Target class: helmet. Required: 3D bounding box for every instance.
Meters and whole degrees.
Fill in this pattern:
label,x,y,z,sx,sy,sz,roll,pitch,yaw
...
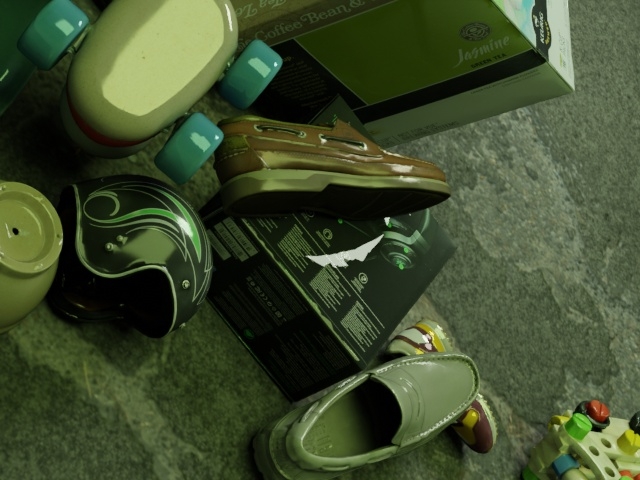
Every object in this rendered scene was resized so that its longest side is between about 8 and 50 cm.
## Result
label,x,y,z,sx,sy,sz,roll,pitch,yaw
helmet,-0.194,0.015,1.661,0.161,0.169,0.169,8,63,-22

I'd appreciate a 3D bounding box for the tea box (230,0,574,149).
label,x,y,z,sx,sy,sz,roll,pitch,yaw
tea box,0.085,-0.293,1.901,0.323,0.329,0.220,36,47,-49

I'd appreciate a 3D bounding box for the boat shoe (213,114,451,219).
label,x,y,z,sx,sy,sz,roll,pitch,yaw
boat shoe,0.020,-0.088,1.758,0.307,0.111,0.104,3,67,-41

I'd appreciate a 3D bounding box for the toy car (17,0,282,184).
label,x,y,z,sx,sy,sz,roll,pitch,yaw
toy car,-0.201,-0.169,1.690,0.219,0.238,0.210,40,65,-7

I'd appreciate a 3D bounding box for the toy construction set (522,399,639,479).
label,x,y,z,sx,sy,sz,roll,pitch,yaw
toy construction set,0.395,0.323,2.063,0.327,0.151,0.215,28,28,-40

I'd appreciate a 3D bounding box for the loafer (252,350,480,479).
label,x,y,z,sx,sy,sz,roll,pitch,yaw
loafer,0.071,0.201,1.817,0.319,0.111,0.112,-22,87,-36

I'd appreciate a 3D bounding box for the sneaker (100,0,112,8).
label,x,y,z,sx,sy,sz,roll,pitch,yaw
sneaker,-0.235,-0.332,1.840,0.283,0.107,0.124,26,59,-32

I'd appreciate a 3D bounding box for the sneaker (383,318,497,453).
label,x,y,z,sx,sy,sz,roll,pitch,yaw
sneaker,0.144,0.194,1.963,0.084,0.069,0.185,-31,89,-33

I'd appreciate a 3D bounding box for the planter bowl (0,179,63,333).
label,x,y,z,sx,sy,sz,roll,pitch,yaw
planter bowl,-0.325,0.004,1.582,0.162,0.109,0.162,21,56,-35

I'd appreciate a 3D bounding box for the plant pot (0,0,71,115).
label,x,y,z,sx,sy,sz,roll,pitch,yaw
plant pot,-0.388,-0.257,1.558,0.196,0.293,0.293,31,46,6

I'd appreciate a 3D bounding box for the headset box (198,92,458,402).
label,x,y,z,sx,sy,sz,roll,pitch,yaw
headset box,0.000,0.000,1.869,0.246,0.131,0.283,51,45,-10
